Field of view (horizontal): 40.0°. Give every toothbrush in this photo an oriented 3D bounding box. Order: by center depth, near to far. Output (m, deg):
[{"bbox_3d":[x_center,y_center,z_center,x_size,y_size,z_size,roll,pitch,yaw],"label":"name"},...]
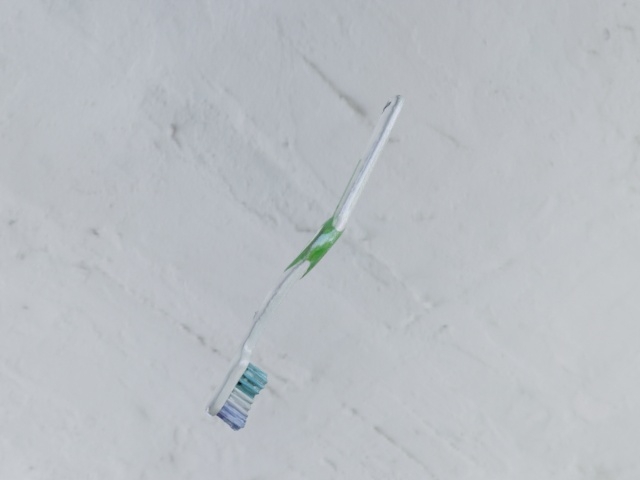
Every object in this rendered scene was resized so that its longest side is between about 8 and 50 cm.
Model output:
[{"bbox_3d":[-0.001,-0.001,0.632,0.030,0.304,0.030,20,-31,13],"label":"toothbrush"}]
